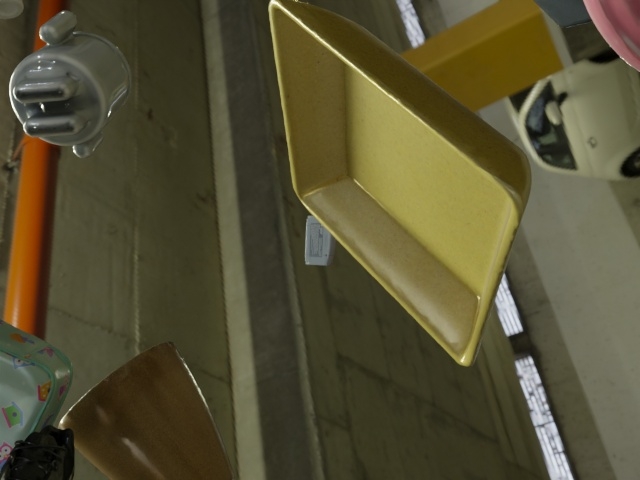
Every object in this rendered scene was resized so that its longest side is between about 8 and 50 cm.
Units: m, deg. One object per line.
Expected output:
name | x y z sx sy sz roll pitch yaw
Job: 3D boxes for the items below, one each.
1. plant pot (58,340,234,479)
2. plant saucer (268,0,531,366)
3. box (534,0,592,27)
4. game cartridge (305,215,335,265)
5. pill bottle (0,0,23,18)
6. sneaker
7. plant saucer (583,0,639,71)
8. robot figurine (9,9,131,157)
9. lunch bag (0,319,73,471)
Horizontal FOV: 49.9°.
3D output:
plant pot | -0.273 0.347 1.179 0.254 0.237 0.237 50 -161 10
plant saucer | 0.087 -0.064 0.734 0.333 0.081 0.332 45 160 27
box | 0.397 -0.654 0.961 0.480 0.471 0.297 36 173 -20
game cartridge | 0.000 0.000 1.144 0.017 0.056 0.083 3 -91 -48
pill bottle | -0.439 -0.350 0.946 0.043 0.043 0.083 17 -132 -63
sneaker | -0.360 0.307 0.830 0.286 0.109 0.130 -166 91 -77
plant saucer | 0.420 -0.318 0.682 0.332 0.332 0.084 61 176 -12
robot figurine | -0.526 -0.332 1.476 0.353 0.200 0.299 -87 -4 -62
lunch bag | -0.526 0.221 1.001 0.279 0.224 0.108 24 -176 0
